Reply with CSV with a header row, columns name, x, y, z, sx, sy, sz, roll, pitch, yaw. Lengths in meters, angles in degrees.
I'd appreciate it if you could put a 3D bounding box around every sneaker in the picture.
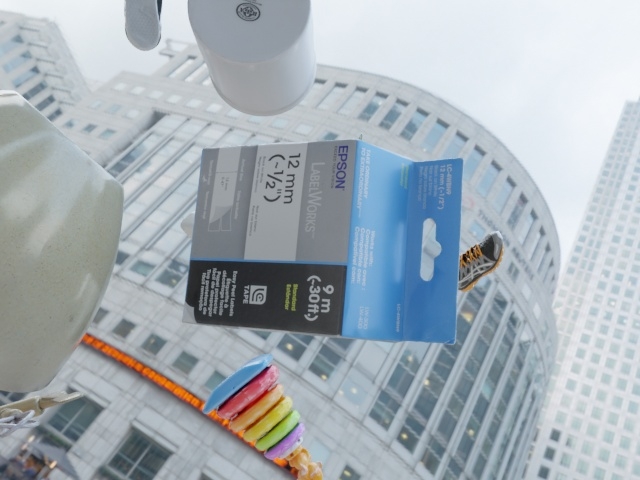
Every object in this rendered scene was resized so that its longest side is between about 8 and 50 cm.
name,x,y,z,sx,sy,sz,roll,pitch,yaw
sneaker,0.396,0.056,1.505,0.083,0.084,0.215,15,-50,-20
sneaker,-0.428,-0.595,1.385,0.105,0.295,0.147,2,5,-20

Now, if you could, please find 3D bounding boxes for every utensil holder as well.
name,x,y,z,sx,sy,sz,roll,pitch,yaw
utensil holder,-0.174,-0.548,1.572,0.328,0.327,0.385,35,-3,2

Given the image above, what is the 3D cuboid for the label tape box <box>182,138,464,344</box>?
name,x,y,z,sx,sy,sz,roll,pitch,yaw
label tape box,0.000,0.000,0.761,0.348,0.249,0.115,0,-11,26

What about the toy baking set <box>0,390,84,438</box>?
name,x,y,z,sx,sy,sz,roll,pitch,yaw
toy baking set,-0.431,0.247,0.777,0.197,0.256,0.030,158,-83,-81

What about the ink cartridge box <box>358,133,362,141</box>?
name,x,y,z,sx,sy,sz,roll,pitch,yaw
ink cartridge box,0.076,-0.064,0.980,0.062,0.209,0.109,12,-34,-13

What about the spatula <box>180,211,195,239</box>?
name,x,y,z,sx,sy,sz,roll,pitch,yaw
spatula,-0.133,-0.021,1.070,0.242,0.168,0.019,37,-17,25

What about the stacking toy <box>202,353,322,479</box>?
name,x,y,z,sx,sy,sz,roll,pitch,yaw
stacking toy,-0.096,0.405,1.246,0.302,0.175,0.166,50,-3,5

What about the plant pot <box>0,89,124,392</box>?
name,x,y,z,sx,sy,sz,roll,pitch,yaw
plant pot,-0.301,-0.026,0.539,0.284,0.191,0.284,40,-8,7
